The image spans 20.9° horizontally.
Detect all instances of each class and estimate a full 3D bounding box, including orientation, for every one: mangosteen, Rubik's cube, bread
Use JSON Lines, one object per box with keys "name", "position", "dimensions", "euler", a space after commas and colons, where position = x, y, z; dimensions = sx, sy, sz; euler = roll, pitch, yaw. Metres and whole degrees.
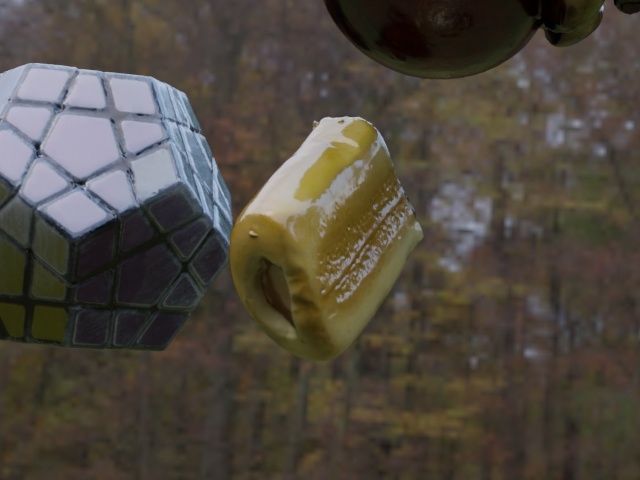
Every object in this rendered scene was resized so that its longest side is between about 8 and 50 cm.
{"name": "mangosteen", "position": [0.123, -0.216, 1.286], "dimensions": [0.257, 0.215, 0.215], "euler": [18, -6, 19]}
{"name": "Rubik's cube", "position": [-0.237, -0.029, 1.703], "dimensions": [0.264, 0.319, 0.319], "euler": [34, -23, -23]}
{"name": "bread", "position": [-0.002, 0.000, 1.273], "dimensions": [0.085, 0.134, 0.173], "euler": [-6, 27, 35]}
